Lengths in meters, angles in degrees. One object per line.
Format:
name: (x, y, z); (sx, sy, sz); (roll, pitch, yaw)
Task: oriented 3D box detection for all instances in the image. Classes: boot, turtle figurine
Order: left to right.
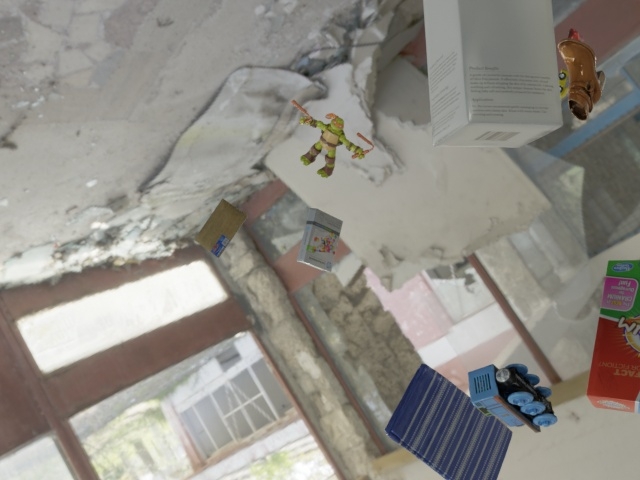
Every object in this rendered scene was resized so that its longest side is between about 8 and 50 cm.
turtle figurine: (0.015, -0.301, 1.696); (0.217, 0.270, 0.087); (-58, -174, 49)
boot: (0.692, -0.434, 1.539); (0.152, 0.197, 0.073); (-59, -160, -19)

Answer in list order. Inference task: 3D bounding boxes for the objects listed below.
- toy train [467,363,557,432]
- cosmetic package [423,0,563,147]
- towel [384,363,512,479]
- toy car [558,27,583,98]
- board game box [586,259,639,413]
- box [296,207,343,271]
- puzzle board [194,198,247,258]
toy train: (0.348, 0.285, 1.028); (0.105, 0.184, 0.080); (-26, -141, 31)
cosmetic package: (0.312, -0.369, 1.061); (0.197, 0.365, 0.155); (0, 173, -13)
towel: (0.355, 0.525, 1.559); (0.243, 0.336, 0.040); (-54, -176, -32)
toy car: (0.818, -0.600, 1.856); (0.238, 0.053, 0.225); (84, 28, -43)
board game box: (0.677, 0.185, 1.117); (0.242, 0.064, 0.316); (-3, -127, 42)
box: (0.000, 0.000, 1.935); (0.038, 0.186, 0.145); (6, 168, 43)
puzzle board: (-0.246, -0.030, 1.416); (0.128, 0.096, 0.011); (-56, 150, 0)
